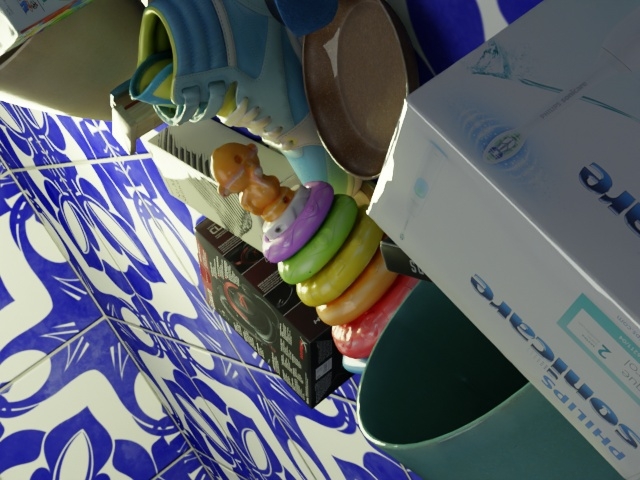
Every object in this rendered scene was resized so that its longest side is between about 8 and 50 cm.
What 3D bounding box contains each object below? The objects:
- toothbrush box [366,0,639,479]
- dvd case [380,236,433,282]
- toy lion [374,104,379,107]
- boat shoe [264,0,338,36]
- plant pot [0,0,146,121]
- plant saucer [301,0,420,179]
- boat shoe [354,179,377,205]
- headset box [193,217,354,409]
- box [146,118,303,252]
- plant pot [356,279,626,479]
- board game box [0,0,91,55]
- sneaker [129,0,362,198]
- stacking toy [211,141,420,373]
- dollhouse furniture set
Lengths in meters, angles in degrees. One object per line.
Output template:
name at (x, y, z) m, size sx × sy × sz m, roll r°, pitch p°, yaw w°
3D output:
toothbrush box at (0.208, -0.048, 0.571) m, size 0.216 × 0.295 × 0.126 m, roll 47°, pitch 158°, yaw 16°
dvd case at (0.186, -0.025, 0.721) m, size 0.179 × 0.239 × 0.029 m, roll 14°, pitch 125°, yaw 58°
toy lion at (0.078, -0.113, 1.087) m, size 0.100 × 0.034 × 0.096 m, roll 54°, pitch 165°, yaw -3°
boat shoe at (-0.050, -0.310, 0.935) m, size 0.089 × 0.109 × 0.258 m, roll -125°, pitch 25°, yaw -47°
plant pot at (-0.325, -0.268, 1.363) m, size 0.256 × 0.256 × 0.274 m, roll 35°, pitch -176°, yaw 39°
plant saucer at (0.044, -0.160, 1.012) m, size 0.198 × 0.036 × 0.198 m, roll 39°, pitch 136°, yaw 51°
boat shoe at (0.049, -0.020, 1.252) m, size 0.056 × 0.048 × 0.153 m, roll 44°, pitch 156°, yaw 21°
headset box at (-0.072, 0.082, 1.561) m, size 0.293 × 0.110 × 0.218 m, roll 42°, pitch 155°, yaw 26°
box at (-0.122, -0.082, 1.438) m, size 0.275 × 0.094 × 0.113 m, roll 29°, pitch 148°, yaw 45°
plant pot at (0.215, 0.127, 0.854) m, size 0.235 × 0.293 × 0.293 m, roll 44°, pitch 160°, yaw -14°
board game box at (-0.260, -0.334, 1.100) m, size 0.144 × 0.275 × 0.142 m, roll 59°, pitch 158°, yaw -13°
sneaker at (-0.089, -0.144, 1.121) m, size 0.127 × 0.208 × 0.319 m, roll 8°, pitch 128°, yaw 57°
stacking toy at (0.000, 0.000, 1.106) m, size 0.302 × 0.175 × 0.166 m, roll 38°, pitch 160°, yaw -17°
dollhouse furniture set at (-0.195, -0.225, 1.252) m, size 0.129 × 0.184 × 0.129 m, roll 49°, pitch 158°, yaw 11°
